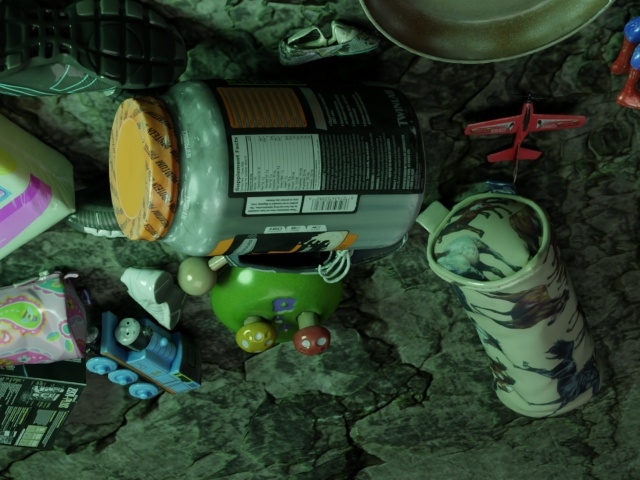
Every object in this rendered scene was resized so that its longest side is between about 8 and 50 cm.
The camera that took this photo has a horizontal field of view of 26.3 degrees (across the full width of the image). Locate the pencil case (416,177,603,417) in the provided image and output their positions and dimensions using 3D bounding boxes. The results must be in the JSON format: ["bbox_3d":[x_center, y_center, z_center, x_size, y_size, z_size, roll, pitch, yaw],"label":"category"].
[{"bbox_3d":[0.269,0.093,1.870,0.160,0.183,0.410,-41,141,-7],"label":"pencil case"}]

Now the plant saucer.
[{"bbox_3d":[0.185,-0.311,1.427,0.310,0.050,0.310,-6,141,-5],"label":"plant saucer"}]

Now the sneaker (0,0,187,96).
[{"bbox_3d":[-0.274,-0.201,1.446,0.267,0.101,0.106,2,168,-23],"label":"sneaker"}]

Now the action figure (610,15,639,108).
[{"bbox_3d":[0.418,-0.267,1.502,0.139,0.091,0.280,1,142,-3],"label":"action figure"}]

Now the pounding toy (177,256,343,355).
[{"bbox_3d":[-0.065,0.092,1.827,0.183,0.110,0.237,-24,140,16],"label":"pounding toy"}]

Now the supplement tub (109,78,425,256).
[{"bbox_3d":[-0.060,-0.081,1.510,0.316,0.193,0.193,-2,142,-24],"label":"supplement tub"}]

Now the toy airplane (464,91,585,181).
[{"bbox_3d":[0.248,-0.131,1.684,0.151,0.028,0.151,-5,142,-4],"label":"toy airplane"}]

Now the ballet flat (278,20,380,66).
[{"bbox_3d":[0.008,-0.220,1.510,0.114,0.041,0.041,-12,142,1],"label":"ballet flat"}]

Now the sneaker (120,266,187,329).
[{"bbox_3d":[-0.219,0.070,1.820,0.061,0.054,0.152,19,158,17],"label":"sneaker"}]

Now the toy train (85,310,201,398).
[{"bbox_3d":[-0.244,0.155,1.883,0.105,0.080,0.184,-19,145,23],"label":"toy train"}]

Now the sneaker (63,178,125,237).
[{"bbox_3d":[-0.192,-0.065,1.632,0.234,0.078,0.106,-5,139,-13],"label":"sneaker"}]

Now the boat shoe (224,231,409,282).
[{"bbox_3d":[0.000,0.000,1.725,0.254,0.079,0.095,2,107,-21],"label":"boat shoe"}]

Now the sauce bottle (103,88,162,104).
[{"bbox_3d":[-0.188,-0.147,1.553,0.042,0.042,0.128,-34,138,27],"label":"sauce bottle"}]

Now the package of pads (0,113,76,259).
[{"bbox_3d":[-0.459,-0.072,1.539,0.229,0.101,0.296,-30,137,22],"label":"package of pads"}]

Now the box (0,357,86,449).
[{"bbox_3d":[-0.424,0.209,1.919,0.147,0.077,0.180,10,138,-24],"label":"box"}]

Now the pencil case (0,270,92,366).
[{"bbox_3d":[-0.441,0.114,1.769,0.284,0.124,0.124,-10,142,-2],"label":"pencil case"}]
